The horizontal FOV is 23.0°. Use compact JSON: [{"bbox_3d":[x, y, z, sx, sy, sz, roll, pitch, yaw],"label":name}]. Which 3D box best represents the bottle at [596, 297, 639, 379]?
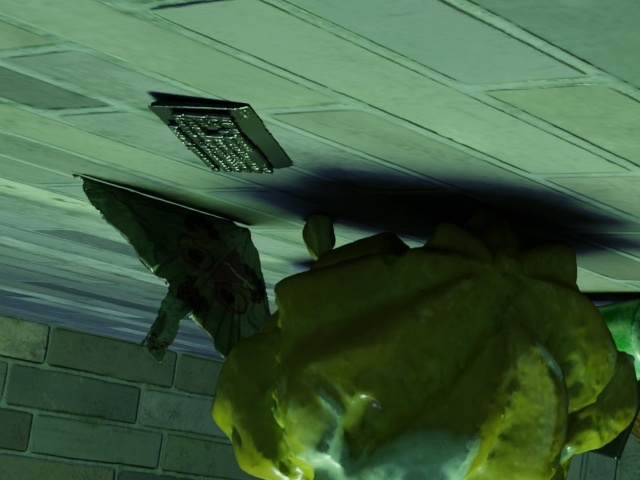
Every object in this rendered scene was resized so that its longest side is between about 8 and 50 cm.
[{"bbox_3d":[0.257,0.135,1.799,0.093,0.093,0.330,15,158,-39],"label":"bottle"}]

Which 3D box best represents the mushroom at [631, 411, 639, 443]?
[{"bbox_3d":[0.511,0.233,2.195,0.278,0.146,0.278,29,168,7],"label":"mushroom"}]

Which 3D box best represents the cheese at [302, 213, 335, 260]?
[{"bbox_3d":[0.000,0.000,1.502,0.030,0.044,0.083,-7,171,-6],"label":"cheese"}]

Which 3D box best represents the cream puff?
[{"bbox_3d":[0.099,0.099,1.354,0.378,0.275,0.378,2,-156,-1],"label":"cream puff"}]

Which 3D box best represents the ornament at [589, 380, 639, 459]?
[{"bbox_3d":[0.294,0.151,1.963,0.196,0.166,0.153,31,167,-36],"label":"ornament"}]

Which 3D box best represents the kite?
[{"bbox_3d":[-0.111,0.044,1.510,0.013,0.323,0.268,-35,-172,30],"label":"kite"}]

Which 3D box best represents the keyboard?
[{"bbox_3d":[-0.071,-0.074,1.166,0.074,0.015,0.196,7,172,9],"label":"keyboard"}]
